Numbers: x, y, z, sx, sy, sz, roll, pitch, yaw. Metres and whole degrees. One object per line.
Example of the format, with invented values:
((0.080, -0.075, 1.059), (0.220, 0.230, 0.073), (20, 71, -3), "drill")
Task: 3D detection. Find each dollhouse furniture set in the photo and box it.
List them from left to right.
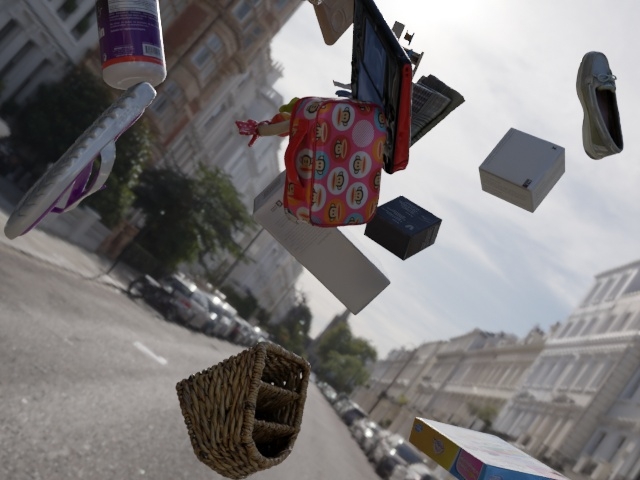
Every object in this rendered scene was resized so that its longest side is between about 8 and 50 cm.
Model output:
((0.254, -0.577, 2.262), (0.129, 0.128, 0.183), (24, -9, -1), "dollhouse furniture set")

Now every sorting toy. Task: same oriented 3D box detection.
((0.052, -0.737, 2.209), (0.038, 0.208, 0.193), (20, -33, 36), "sorting toy")

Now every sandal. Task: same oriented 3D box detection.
((-0.459, -0.145, 1.429), (0.102, 0.416, 0.169), (44, -10, -24), "sandal")

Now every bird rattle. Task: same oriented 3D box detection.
((-0.140, -0.385, 2.332), (0.207, 0.254, 0.143), (-160, -122, -65), "bird rattle")

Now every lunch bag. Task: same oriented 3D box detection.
((0.021, -0.173, 1.601), (0.258, 0.292, 0.120), (-5, 16, -43), "lunch bag")

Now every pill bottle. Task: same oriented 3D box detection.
((-0.555, -0.615, 2.082), (0.181, 0.182, 0.322), (143, -60, -81), "pill bottle")

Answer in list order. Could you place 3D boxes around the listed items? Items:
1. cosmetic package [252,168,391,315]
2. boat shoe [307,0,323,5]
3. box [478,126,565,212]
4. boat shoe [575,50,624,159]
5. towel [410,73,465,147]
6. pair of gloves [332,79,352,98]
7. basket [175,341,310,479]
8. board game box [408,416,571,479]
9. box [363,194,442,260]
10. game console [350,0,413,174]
((0.000, 0.000, 2.240), (0.453, 0.161, 0.230), (44, 8, -13), "cosmetic package")
((-0.028, -0.568, 1.599), (0.068, 0.072, 0.190), (25, -6, 9), "boat shoe")
((0.590, -0.207, 2.093), (0.182, 0.181, 0.119), (31, -19, 33), "box")
((0.814, -0.395, 2.058), (0.118, 0.320, 0.103), (5, -8, -28), "boat shoe")
((0.226, -0.351, 2.040), (0.056, 0.324, 0.312), (49, 5, -26), "towel")
((0.122, -0.509, 2.453), (0.159, 0.023, 0.198), (14, -5, 9), "pair of gloves")
((-0.126, 0.368, 1.514), (0.213, 0.223, 0.299), (67, 8, 25), "basket")
((0.375, 0.494, 1.595), (0.242, 0.064, 0.316), (18, -2, -19), "board game box")
((0.237, -0.039, 2.065), (0.156, 0.158, 0.093), (35, -50, 29), "box")
((0.142, -0.390, 1.774), (0.341, 0.060, 0.386), (84, -10, -47), "game console")
